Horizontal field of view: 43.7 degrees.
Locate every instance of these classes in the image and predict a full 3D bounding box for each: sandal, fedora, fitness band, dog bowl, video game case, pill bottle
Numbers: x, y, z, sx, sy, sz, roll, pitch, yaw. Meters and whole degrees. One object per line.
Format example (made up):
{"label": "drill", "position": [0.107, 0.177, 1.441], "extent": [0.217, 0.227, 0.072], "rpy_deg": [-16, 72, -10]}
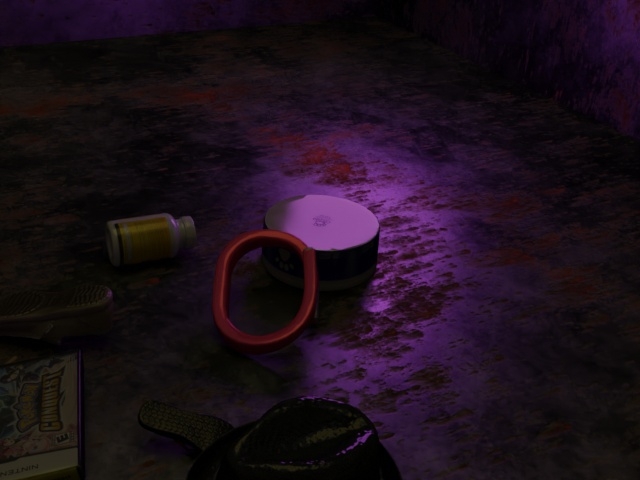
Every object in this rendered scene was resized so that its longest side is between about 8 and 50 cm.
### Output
{"label": "sandal", "position": [-0.209, 0.310, 1.289], "extent": [0.179, 0.040, 0.067], "rpy_deg": [22, 46, 1]}
{"label": "fedora", "position": [-0.030, 0.328, 1.164], "extent": [0.334, 0.152, 0.334], "rpy_deg": [6, 33, -4]}
{"label": "fitness band", "position": [-0.108, 0.094, 1.578], "extent": [0.209, 0.054, 0.290], "rpy_deg": [-4, 50, 3]}
{"label": "dog bowl", "position": [0.000, 0.000, 1.799], "extent": [0.265, 0.104, 0.265], "rpy_deg": [3, 30, -2]}
{"label": "video game case", "position": [-0.500, 0.292, 1.255], "extent": [0.248, 0.035, 0.275], "rpy_deg": [-11, 35, -10]}
{"label": "pill bottle", "position": [-0.372, -0.005, 1.756], "extent": [0.184, 0.103, 0.103], "rpy_deg": [-9, 33, -23]}

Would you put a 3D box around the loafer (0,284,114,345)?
{"label": "loafer", "position": [-0.508, 0.150, 1.490], "extent": [0.269, 0.092, 0.102], "rpy_deg": [-6, 26, 13]}

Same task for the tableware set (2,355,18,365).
{"label": "tableware set", "position": [-0.526, 0.261, 1.360], "extent": [0.169, 0.020, 0.141], "rpy_deg": [20, 34, 24]}
